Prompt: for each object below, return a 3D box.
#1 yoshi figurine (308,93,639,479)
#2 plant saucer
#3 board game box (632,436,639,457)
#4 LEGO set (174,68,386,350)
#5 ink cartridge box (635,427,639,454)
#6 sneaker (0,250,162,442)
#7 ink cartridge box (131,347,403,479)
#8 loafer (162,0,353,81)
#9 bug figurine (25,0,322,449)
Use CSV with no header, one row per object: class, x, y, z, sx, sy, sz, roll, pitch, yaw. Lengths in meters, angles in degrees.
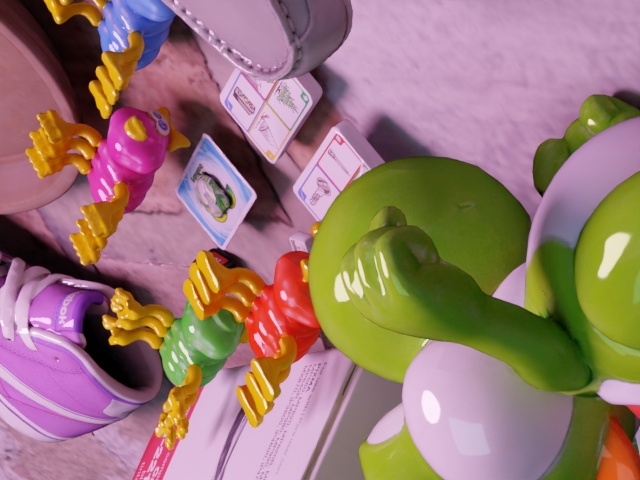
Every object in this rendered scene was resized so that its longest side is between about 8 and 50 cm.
yoshi figurine,0.099,-0.004,0.854,0.203,0.203,0.362,19,143,-20
plant saucer,-0.269,-0.114,1.233,0.278,0.041,0.278,17,149,11
board game box,0.250,0.173,1.077,0.259,0.039,0.124,45,148,-10
LEGO set,0.000,0.000,1.154,0.182,0.060,0.244,50,149,10
ink cartridge box,0.223,0.143,0.943,0.181,0.061,0.104,2,116,38
sneaker,-0.226,0.028,1.363,0.282,0.102,0.161,37,149,-23
ink cartridge box,0.026,0.159,1.149,0.197,0.114,0.273,30,161,-18
loafer,-0.117,-0.186,0.888,0.319,0.111,0.112,46,148,-5
bug figurine,-0.075,-0.020,1.100,0.279,0.072,0.216,63,149,16
